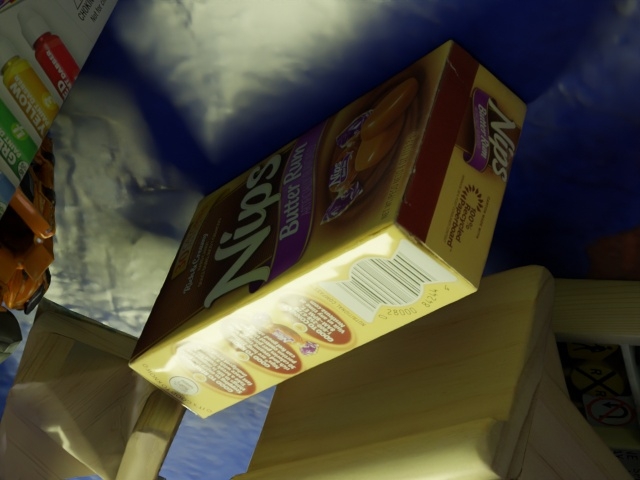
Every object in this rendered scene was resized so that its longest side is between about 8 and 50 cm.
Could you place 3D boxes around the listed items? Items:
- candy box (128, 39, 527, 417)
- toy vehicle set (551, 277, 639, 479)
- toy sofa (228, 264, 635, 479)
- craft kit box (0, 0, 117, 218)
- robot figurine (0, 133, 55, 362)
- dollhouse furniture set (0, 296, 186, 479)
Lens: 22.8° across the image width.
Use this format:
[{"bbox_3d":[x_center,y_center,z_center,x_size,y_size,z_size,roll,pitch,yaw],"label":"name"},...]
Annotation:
[{"bbox_3d":[0.000,0.000,0.706,0.053,0.109,0.186,38,138,-21],"label":"candy box"},{"bbox_3d":[0.194,0.122,0.821,0.166,0.035,0.267,1,137,23],"label":"toy vehicle set"},{"bbox_3d":[0.118,0.197,0.774,0.150,0.177,0.362,-17,129,37],"label":"toy sofa"},{"bbox_3d":[-0.191,-0.108,0.552,0.061,0.250,0.246,-16,130,36],"label":"craft kit box"},{"bbox_3d":[-0.219,-0.069,0.672,0.085,0.211,0.291,-43,117,12],"label":"robot figurine"},{"bbox_3d":[-0.272,0.114,0.929,0.362,0.256,0.394,20,120,0],"label":"dollhouse furniture set"}]
